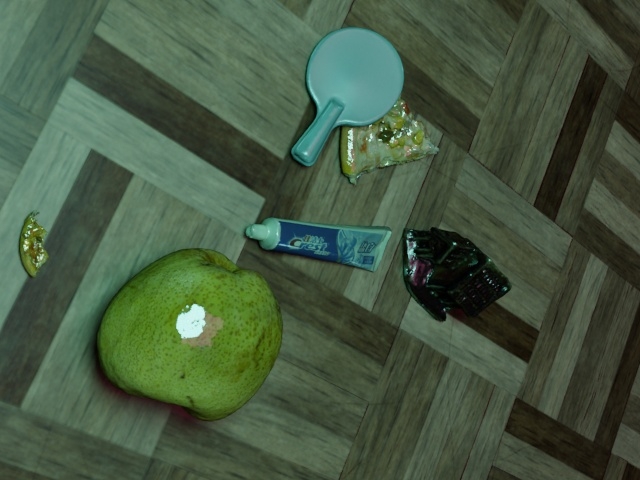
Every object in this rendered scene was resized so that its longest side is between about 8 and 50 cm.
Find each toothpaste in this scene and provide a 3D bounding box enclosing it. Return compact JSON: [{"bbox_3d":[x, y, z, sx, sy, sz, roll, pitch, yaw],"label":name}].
[{"bbox_3d":[0.000,0.001,1.344,0.268,0.047,0.069,8,75,-40],"label":"toothpaste"}]

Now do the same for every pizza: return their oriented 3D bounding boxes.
[{"bbox_3d":[-0.355,0.004,1.098,0.037,0.016,0.083,1,90,-43],"label":"pizza"},{"bbox_3d":[0.118,-0.167,1.413,0.195,0.052,0.185,14,87,-34],"label":"pizza"}]

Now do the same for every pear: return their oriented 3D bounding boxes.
[{"bbox_3d":[-0.163,0.113,1.139,0.228,0.188,0.211,27,80,-32],"label":"pear"}]

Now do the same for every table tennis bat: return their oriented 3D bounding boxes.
[{"bbox_3d":[0.031,-0.215,1.339,0.149,0.038,0.237,33,79,-10],"label":"table tennis bat"}]

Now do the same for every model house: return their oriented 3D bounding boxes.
[{"bbox_3d":[0.221,0.048,1.444,0.165,0.152,0.106,43,62,-32],"label":"model house"}]
